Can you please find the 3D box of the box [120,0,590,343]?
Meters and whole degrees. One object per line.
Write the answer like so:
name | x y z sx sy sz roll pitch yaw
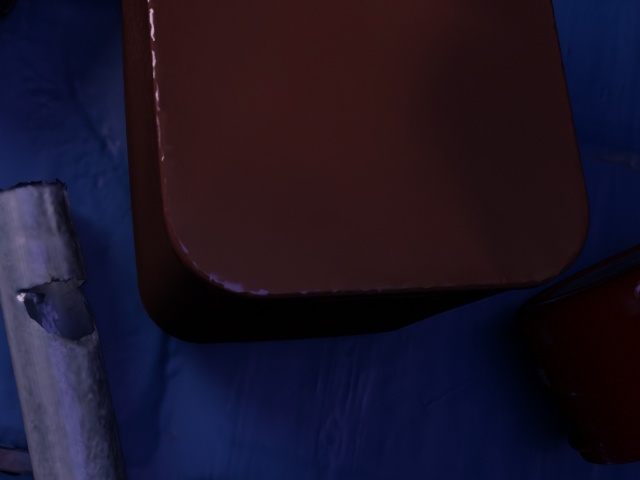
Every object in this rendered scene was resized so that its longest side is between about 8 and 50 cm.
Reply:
box | -0.005 -0.110 0.653 0.239 0.229 0.339 -2 76 -17

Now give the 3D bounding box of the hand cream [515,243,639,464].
hand cream | 0.249 0.068 0.727 0.193 0.193 0.125 -23 85 -20

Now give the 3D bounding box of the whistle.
whistle | -0.166 0.116 0.659 0.062 0.062 0.312 -10 83 -18

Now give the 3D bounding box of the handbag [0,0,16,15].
handbag | -0.318 -0.308 0.673 0.325 0.118 0.269 33 71 -10
